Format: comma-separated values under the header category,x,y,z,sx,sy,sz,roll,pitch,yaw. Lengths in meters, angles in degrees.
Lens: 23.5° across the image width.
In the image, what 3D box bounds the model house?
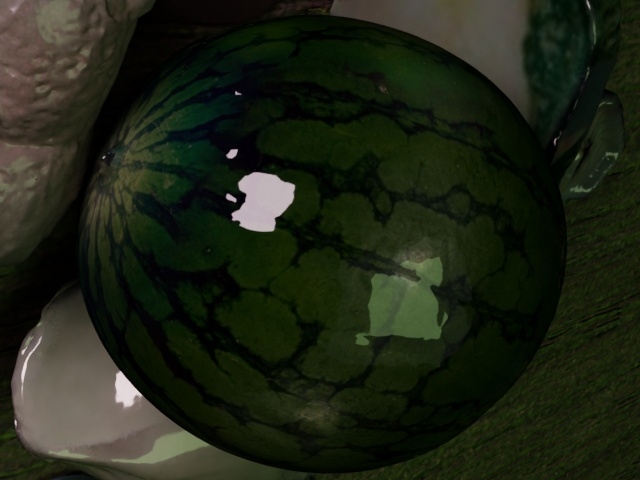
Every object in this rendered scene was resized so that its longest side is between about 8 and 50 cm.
category,x,y,z,sx,sy,sz,roll,pitch,yaw
model house,0.168,-0.163,1.340,0.284,0.243,0.298,-27,145,-50

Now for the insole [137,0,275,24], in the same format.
category,x,y,z,sx,sy,sz,roll,pitch,yaw
insole,-0.144,-0.207,1.155,0.327,0.007,0.111,-2,123,-46

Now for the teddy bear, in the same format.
category,x,y,z,sx,sy,sz,roll,pitch,yaw
teddy bear,-0.211,-0.109,1.038,0.267,0.151,0.236,-60,171,32

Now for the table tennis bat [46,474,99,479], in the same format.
category,x,y,z,sx,sy,sz,roll,pitch,yaw
table tennis bat,-0.220,0.283,1.458,0.244,0.040,0.153,-1,121,-42

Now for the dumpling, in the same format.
category,x,y,z,sx,sy,sz,roll,pitch,yaw
dumpling,-0.101,0.094,1.332,0.341,0.181,0.260,14,91,-22

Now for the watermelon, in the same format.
category,x,y,z,sx,sy,sz,roll,pitch,yaw
watermelon,0.000,0.000,1.122,0.363,0.363,0.363,-28,137,-29
